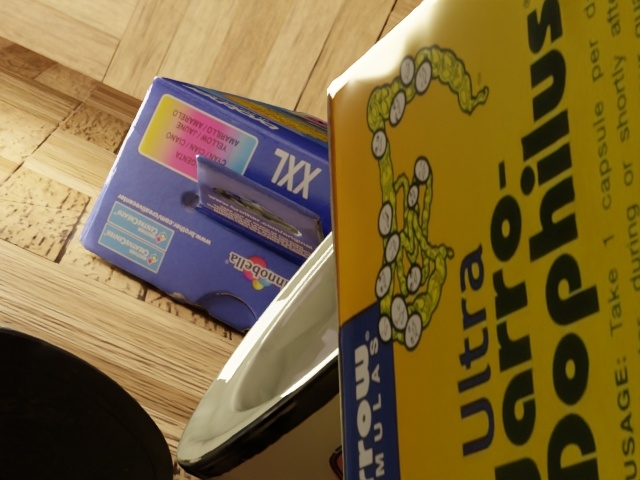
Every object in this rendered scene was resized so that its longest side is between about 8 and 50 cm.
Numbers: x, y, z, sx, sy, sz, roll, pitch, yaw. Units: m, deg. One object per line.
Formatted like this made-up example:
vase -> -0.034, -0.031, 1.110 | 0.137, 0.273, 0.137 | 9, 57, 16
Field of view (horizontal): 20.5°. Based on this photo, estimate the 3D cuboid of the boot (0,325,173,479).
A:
boot -> -0.221, 0.041, 0.698 | 0.264, 0.096, 0.280 | 11, 6, -33

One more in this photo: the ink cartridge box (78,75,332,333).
ink cartridge box -> 0.000, 0.000, 1.377 | 0.270, 0.151, 0.395 | 27, 9, 15

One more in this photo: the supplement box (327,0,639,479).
supplement box -> 0.158, -0.004, 0.470 | 0.194, 0.195, 0.356 | 5, -18, -23

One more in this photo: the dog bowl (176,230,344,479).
dog bowl -> 0.120, 0.005, 0.867 | 0.150, 0.408, 0.408 | 43, 6, -6
